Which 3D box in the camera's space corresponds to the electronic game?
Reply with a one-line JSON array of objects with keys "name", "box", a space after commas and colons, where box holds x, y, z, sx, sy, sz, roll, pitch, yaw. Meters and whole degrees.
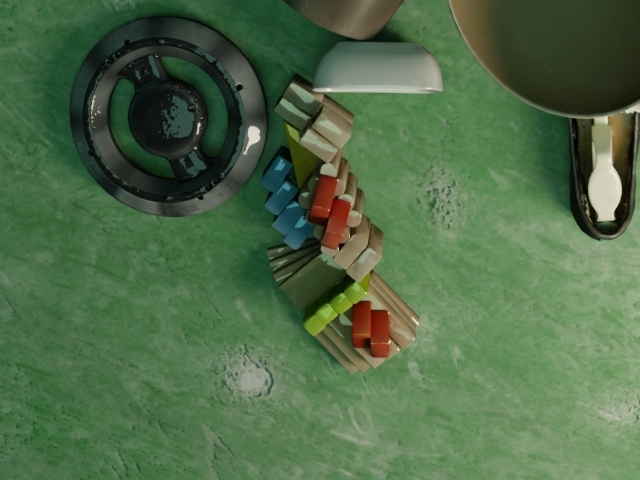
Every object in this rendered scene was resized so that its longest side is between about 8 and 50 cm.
[{"name": "electronic game", "box": [-0.171, -0.138, 2.012, 0.229, 0.048, 0.229, 2, 103, 9]}]

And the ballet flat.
[{"name": "ballet flat", "box": [0.315, -0.129, 1.951, 0.095, 0.096, 0.280, -5, 109, 7]}]

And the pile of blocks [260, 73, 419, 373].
[{"name": "pile of blocks", "box": [0.000, 0.000, 2.014, 0.149, 0.112, 0.362, -15, 107, 10]}]

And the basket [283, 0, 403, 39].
[{"name": "basket", "box": [0.056, -0.338, 1.871, 0.204, 0.154, 0.227, 14, 119, -28]}]

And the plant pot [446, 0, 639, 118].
[{"name": "plant pot", "box": [0.292, -0.290, 1.821, 0.284, 0.191, 0.284, 19, 124, 31]}]

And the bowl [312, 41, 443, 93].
[{"name": "bowl", "box": [0.062, -0.186, 1.934, 0.142, 0.142, 0.053, 1, 92, 3]}]
